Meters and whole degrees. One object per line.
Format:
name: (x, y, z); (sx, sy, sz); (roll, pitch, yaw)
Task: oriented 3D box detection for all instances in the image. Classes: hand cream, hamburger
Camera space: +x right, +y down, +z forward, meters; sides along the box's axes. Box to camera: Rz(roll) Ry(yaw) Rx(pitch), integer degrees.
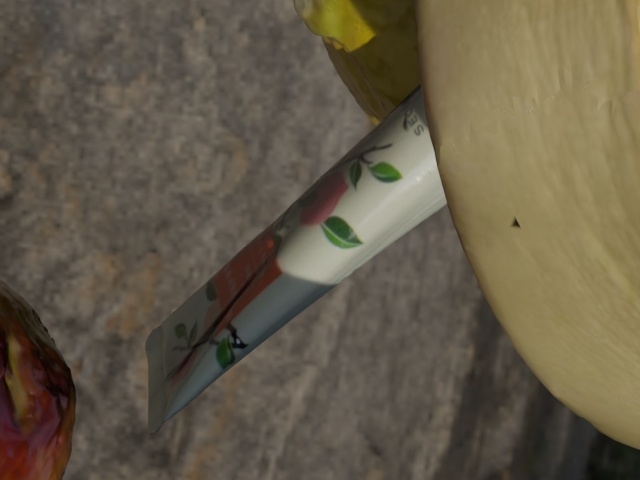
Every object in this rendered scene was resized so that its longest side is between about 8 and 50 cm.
hand cream: (0.000, 0.000, 0.734); (0.050, 0.234, 0.080); (41, 20, -26)
hamburger: (0.166, -0.065, 0.478); (0.300, 0.176, 0.300); (-1, 92, -49)

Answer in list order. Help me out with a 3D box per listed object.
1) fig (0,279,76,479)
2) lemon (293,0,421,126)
fig: (-0.215, 0.057, 0.602); (0.159, 0.257, 0.159); (-28, 127, -46)
lemon: (0.156, -0.171, 0.868); (0.336, 0.336, 0.336); (7, 90, -66)
